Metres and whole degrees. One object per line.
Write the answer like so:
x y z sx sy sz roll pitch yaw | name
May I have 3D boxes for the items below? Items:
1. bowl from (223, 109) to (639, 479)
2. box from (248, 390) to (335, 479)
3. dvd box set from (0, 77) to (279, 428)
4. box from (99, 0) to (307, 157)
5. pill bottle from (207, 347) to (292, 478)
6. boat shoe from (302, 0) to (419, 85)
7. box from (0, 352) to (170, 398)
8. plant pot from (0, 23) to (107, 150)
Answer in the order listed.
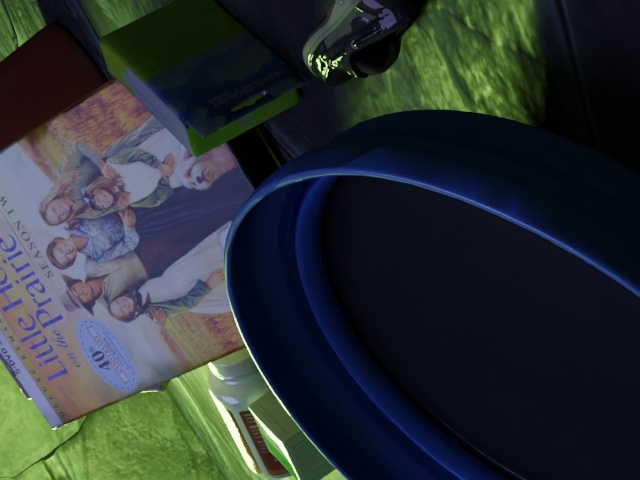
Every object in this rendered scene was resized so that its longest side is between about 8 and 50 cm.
0.119 0.087 0.763 0.391 0.077 0.391 29 148 20 | bowl
-0.015 0.232 1.619 0.101 0.102 0.087 38 154 53 | box
-0.214 0.005 1.365 0.420 0.062 0.308 -24 100 33 | dvd box set
-0.101 -0.143 1.115 0.178 0.109 0.042 44 157 38 | box
-0.078 0.206 1.723 0.121 0.121 0.216 38 156 49 | pill bottle
0.027 -0.130 0.855 0.049 0.056 0.152 60 165 8 | boat shoe
-0.252 0.070 1.611 0.213 0.243 0.117 -7 123 29 | box
-0.410 -0.130 1.831 0.275 0.243 0.275 51 164 21 | plant pot
